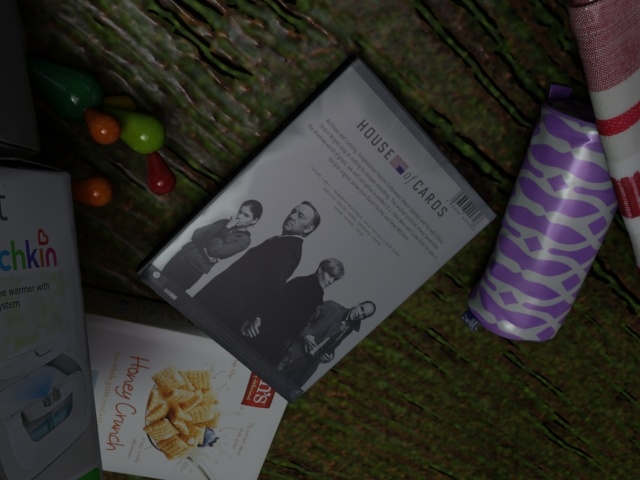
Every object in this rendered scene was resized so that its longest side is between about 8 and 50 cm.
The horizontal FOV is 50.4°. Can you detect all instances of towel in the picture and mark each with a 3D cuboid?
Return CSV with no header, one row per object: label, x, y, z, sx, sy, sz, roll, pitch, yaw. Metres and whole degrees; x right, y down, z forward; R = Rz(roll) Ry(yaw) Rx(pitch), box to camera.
towel,0.309,-0.084,0.512,0.237,0.037,0.329,-38,120,-16

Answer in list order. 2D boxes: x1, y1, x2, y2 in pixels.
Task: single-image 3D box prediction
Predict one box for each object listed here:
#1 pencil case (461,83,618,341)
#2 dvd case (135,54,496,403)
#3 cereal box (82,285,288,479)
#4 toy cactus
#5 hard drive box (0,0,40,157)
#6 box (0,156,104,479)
pencil case,0.188,-0.014,0.560,0.086,0.088,0.206,6,118,-21
dvd case,0.000,0.000,0.551,0.239,0.029,0.179,-43,110,5
cereal box,-0.153,0.139,0.621,0.240,0.047,0.173,14,114,-14
toy cactus,-0.218,-0.097,0.472,0.219,0.112,0.180,-4,100,-2
hard drive box,-0.274,-0.152,0.372,0.181,0.089,0.232,-9,92,-2
box,-0.278,0.083,0.387,0.262,0.127,0.231,-7,90,15
